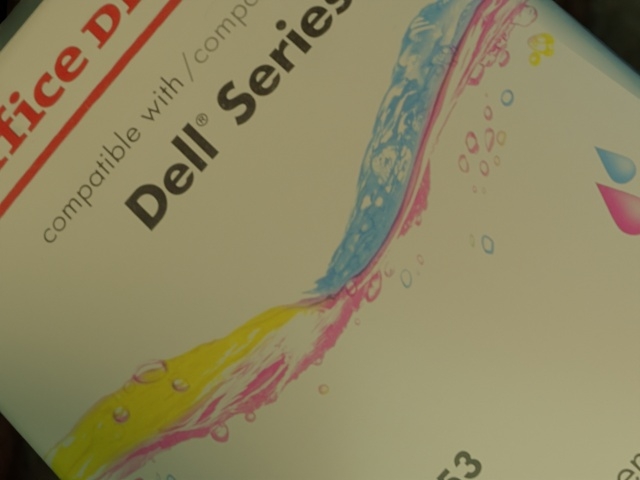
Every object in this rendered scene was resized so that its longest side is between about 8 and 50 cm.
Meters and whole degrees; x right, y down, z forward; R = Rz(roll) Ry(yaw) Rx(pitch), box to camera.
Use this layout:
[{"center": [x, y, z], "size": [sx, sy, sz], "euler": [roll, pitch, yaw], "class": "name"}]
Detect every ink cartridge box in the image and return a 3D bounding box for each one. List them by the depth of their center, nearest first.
[{"center": [0.000, 0.000, 0.573], "size": [0.353, 0.119, 0.207], "euler": [43, 97, 21], "class": "ink cartridge box"}]

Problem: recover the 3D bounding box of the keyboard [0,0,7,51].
[{"center": [-0.195, -0.087, 0.738], "size": [0.201, 0.033, 0.317], "euler": [1, 96, 26], "class": "keyboard"}]
